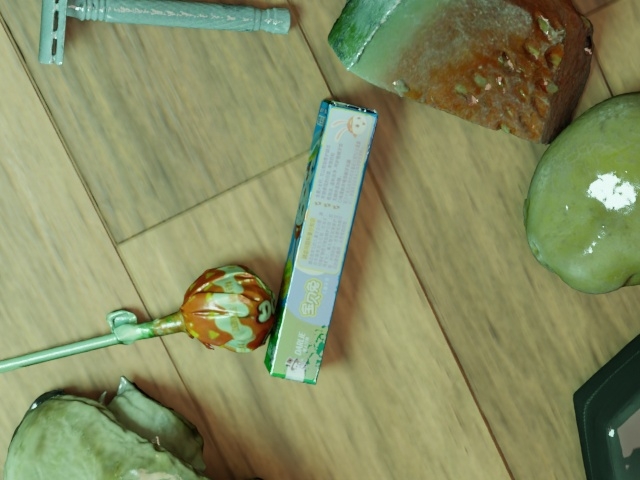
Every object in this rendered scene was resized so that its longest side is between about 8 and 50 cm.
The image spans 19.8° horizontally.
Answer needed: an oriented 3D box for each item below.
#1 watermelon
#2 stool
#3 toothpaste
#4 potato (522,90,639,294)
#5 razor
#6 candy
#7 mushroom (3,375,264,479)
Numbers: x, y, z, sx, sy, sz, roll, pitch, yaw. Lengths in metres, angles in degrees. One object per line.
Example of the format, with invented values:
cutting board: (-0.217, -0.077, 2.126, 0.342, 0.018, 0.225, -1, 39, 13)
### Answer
watermelon: (0.162, -0.186, 1.730, 0.257, 0.140, 0.193, 34, 100, -20)
stool: (0.365, 0.198, 1.795, 0.232, 0.141, 0.232, -1, 98, -10)
toothpaste: (0.000, 0.000, 1.745, 0.050, 0.065, 0.266, 11, 97, -11)
potato: (0.303, -0.046, 1.745, 0.235, 0.160, 0.178, -37, 64, 12)
razor: (-0.143, -0.208, 1.701, 0.232, 0.068, 0.106, 3, 99, -16)
candy: (-0.181, 0.092, 1.738, 0.288, 0.078, 0.084, -15, 121, 3)
mushroom: (-0.168, 0.256, 1.708, 0.267, 0.164, 0.189, 37, 90, -12)
